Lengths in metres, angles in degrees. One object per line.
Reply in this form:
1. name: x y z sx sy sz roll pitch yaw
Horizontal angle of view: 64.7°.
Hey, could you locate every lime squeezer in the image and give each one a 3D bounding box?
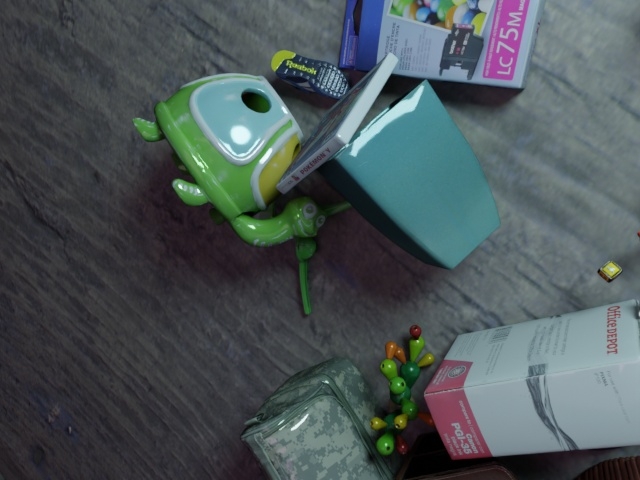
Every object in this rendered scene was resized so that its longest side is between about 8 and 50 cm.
1. lime squeezer: 0.000 0.000 0.962 0.110 0.058 0.310 24 117 -11

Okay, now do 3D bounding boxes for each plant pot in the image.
1. plant pot: 0.140 -0.078 0.756 0.166 0.165 0.234 -41 98 -5

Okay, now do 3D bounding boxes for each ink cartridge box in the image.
1. ink cartridge box: 0.323 0.199 0.727 0.283 0.207 0.117 -21 94 33
2. ink cartridge box: 0.166 -0.339 0.760 0.311 0.065 0.185 17 111 27

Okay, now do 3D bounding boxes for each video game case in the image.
1. video game case: 0.023 -0.177 0.774 0.023 0.201 0.183 39 147 -15

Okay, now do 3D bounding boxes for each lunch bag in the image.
1. lunch bag: 0.004 0.413 0.942 0.213 0.256 0.305 -31 87 33

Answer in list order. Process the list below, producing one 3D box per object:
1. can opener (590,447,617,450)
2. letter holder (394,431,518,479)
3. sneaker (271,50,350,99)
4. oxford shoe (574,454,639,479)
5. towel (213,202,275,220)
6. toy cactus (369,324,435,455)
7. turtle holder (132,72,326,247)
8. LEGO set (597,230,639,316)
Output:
1. can opener: 0.501 0.236 0.728 0.280 0.074 0.093 -28 123 34
2. letter holder: 0.301 0.484 0.855 0.215 0.152 0.301 -28 89 31
3. sneaker: -0.014 -0.286 0.886 0.144 0.059 0.053 25 86 4
4. oxford shoe: 0.497 0.388 0.733 0.130 0.123 0.348 49 123 3
5. towel: -0.163 -0.094 1.037 0.152 0.023 0.113 4 106 29
6. toy cactus: 0.153 0.276 0.893 0.112 0.218 0.180 3 147 14
7. turtle holder: -0.141 -0.147 0.877 0.228 0.243 0.320 -35 56 -2
8. LEGO set: 0.493 0.029 0.628 0.245 0.060 0.182 17 79 26
